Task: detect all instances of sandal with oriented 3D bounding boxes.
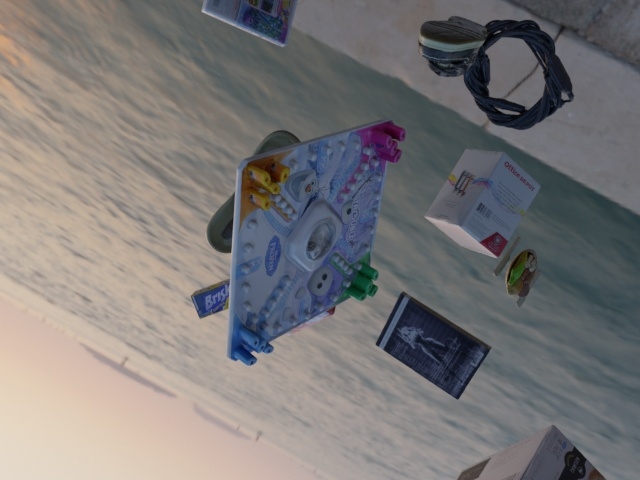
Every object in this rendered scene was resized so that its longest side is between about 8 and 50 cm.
[{"bbox_3d":[-0.131,-0.089,1.423,0.120,0.303,0.086,34,-169,-8],"label":"sandal"}]

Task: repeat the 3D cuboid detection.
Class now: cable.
[{"bbox_3d":[0.301,-0.262,1.070,0.150,0.047,0.184,-19,120,42],"label":"cable"}]

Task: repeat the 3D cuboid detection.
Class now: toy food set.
[{"bbox_3d":[0.506,0.086,1.693,0.038,0.132,0.192,27,168,45],"label":"toy food set"}]

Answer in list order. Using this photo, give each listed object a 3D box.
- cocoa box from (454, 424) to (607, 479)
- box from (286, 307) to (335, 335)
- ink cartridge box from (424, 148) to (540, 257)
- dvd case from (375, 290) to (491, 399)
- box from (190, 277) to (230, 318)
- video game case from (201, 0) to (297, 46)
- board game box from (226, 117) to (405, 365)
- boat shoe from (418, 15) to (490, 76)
[{"bbox_3d":[0.433,0.605,1.471,0.228,0.231,0.347,46,137,7],"label":"cocoa box"},{"bbox_3d":[-0.067,0.142,1.711,0.128,0.123,0.257,24,151,-19],"label":"box"},{"bbox_3d":[0.330,-0.080,1.389,0.128,0.176,0.127,35,175,-28],"label":"ink cartridge box"},{"bbox_3d":[0.241,0.230,1.487,0.221,0.018,0.165,32,126,15],"label":"dvd case"},{"bbox_3d":[-0.197,0.115,1.504,0.054,0.168,0.059,-89,-22,-82],"label":"box"},{"bbox_3d":[-0.095,-0.393,1.024,0.143,0.157,0.019,14,178,-34],"label":"video game case"},{"bbox_3d":[0.000,0.000,1.237,0.050,0.389,0.390,29,126,34],"label":"board game box"},{"bbox_3d":[0.181,-0.259,0.933,0.080,0.223,0.074,23,118,13],"label":"boat shoe"}]
